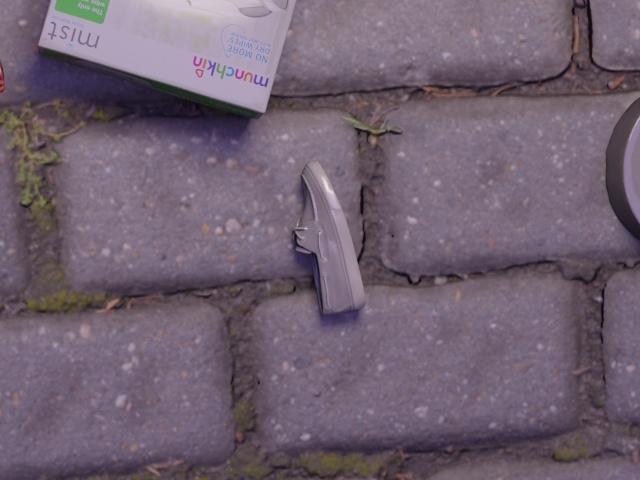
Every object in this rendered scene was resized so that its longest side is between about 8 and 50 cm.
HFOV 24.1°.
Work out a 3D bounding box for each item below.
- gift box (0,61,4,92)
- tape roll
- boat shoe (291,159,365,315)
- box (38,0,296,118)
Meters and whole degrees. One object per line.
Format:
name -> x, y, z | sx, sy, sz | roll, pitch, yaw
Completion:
gift box -> -0.482, -0.205, 1.574 | 0.258, 0.276, 0.255 | -22, 101, -8
tape roll -> 0.459, -0.087, 1.817 | 0.219, 0.072, 0.219 | 0, 93, -8
boat shoe -> 0.000, 0.000, 1.763 | 0.063, 0.066, 0.184 | -18, 105, -8
box -> -0.162, -0.283, 1.688 | 0.262, 0.127, 0.231 | 17, 89, -10
